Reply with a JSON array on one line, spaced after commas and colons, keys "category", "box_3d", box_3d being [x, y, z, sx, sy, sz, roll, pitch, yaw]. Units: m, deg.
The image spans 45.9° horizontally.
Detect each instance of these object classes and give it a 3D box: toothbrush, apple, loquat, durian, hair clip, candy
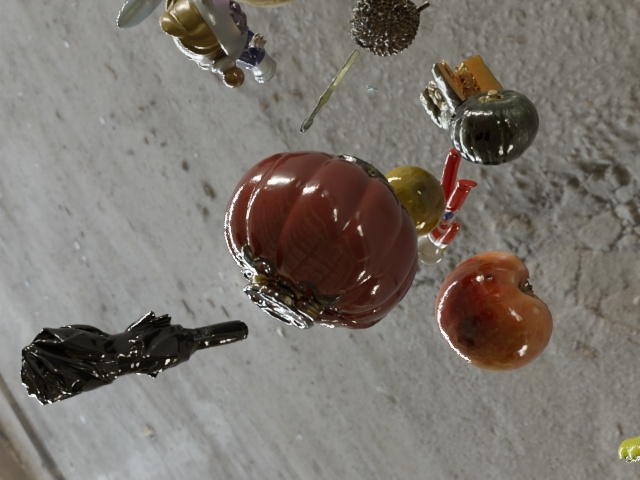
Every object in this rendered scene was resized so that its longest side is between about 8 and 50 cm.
[{"category": "toothbrush", "box_3d": [0.027, -0.417, 2.103, 0.026, 0.294, 0.028, 36, 167, -15]}, {"category": "apple", "box_3d": [0.396, 0.177, 1.804, 0.251, 0.163, 0.292, -48, 67, 32]}, {"category": "loquat", "box_3d": [0.201, -0.084, 1.770, 0.172, 0.204, 0.149, 49, 164, -14]}, {"category": "durian", "box_3d": [0.143, -0.481, 1.622, 0.189, 0.091, 0.148, -14, 83, 16]}, {"category": "hair clip", "box_3d": [0.562, 0.356, 1.269, 0.173, 0.072, 0.046, 149, 103, -77]}, {"category": "candy", "box_3d": [-0.470, -0.638, 2.012, 0.138, 0.174, 0.071, -31, 116, 32]}]

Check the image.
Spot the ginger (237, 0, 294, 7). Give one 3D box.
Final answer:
[{"category": "ginger", "box_3d": [-0.108, -0.527, 1.460, 0.152, 0.267, 0.138, 40, 124, 21]}]

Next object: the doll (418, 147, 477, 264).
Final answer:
[{"category": "doll", "box_3d": [0.342, -0.068, 2.112, 0.383, 0.099, 0.188, 108, 164, -48]}]

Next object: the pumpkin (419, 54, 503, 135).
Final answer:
[{"category": "pumpkin", "box_3d": [0.347, -0.356, 1.775, 0.139, 0.190, 0.280, 59, 175, 6]}]

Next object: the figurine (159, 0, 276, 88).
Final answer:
[{"category": "figurine", "box_3d": [-0.160, -0.348, 1.334, 0.274, 0.133, 0.193, 31, -154, -47]}]

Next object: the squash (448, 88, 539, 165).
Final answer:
[{"category": "squash", "box_3d": [0.356, -0.233, 1.552, 0.193, 0.193, 0.155, -8, 97, 57]}]

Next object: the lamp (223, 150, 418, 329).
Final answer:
[{"category": "lamp", "box_3d": [0.000, 0.000, 1.136, 0.303, 0.257, 0.303, 28, 160, 11]}]

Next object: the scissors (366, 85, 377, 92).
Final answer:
[{"category": "scissors", "box_3d": [0.144, -0.438, 2.198, 0.083, 0.036, 0.006, -167, 94, -81]}]

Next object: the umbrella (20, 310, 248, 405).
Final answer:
[{"category": "umbrella", "box_3d": [-0.271, 0.166, 1.139, 0.118, 0.340, 0.118, 27, 120, 61]}]
